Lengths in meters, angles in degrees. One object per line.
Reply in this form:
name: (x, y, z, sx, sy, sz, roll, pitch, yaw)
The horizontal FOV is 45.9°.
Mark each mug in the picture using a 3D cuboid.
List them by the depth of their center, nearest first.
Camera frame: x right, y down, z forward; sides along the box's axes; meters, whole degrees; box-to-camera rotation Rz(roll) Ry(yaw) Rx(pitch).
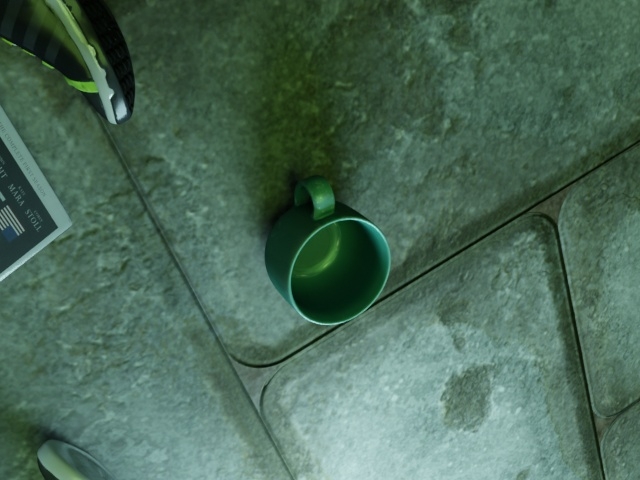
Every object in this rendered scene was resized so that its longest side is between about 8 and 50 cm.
mug: (0.006, 0.005, 0.864, 0.130, 0.097, 0.157, 12, 105, -31)

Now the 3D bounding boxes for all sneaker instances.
sneaker: (-0.249, -0.200, 0.663, 0.097, 0.084, 0.234, -21, 122, 9)
sneaker: (-0.269, 0.356, 0.868, 0.147, 0.105, 0.295, -38, 129, -14)

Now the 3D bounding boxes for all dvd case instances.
dvd case: (-0.349, -0.009, 0.647, 0.239, 0.030, 0.179, -45, 137, -27)
